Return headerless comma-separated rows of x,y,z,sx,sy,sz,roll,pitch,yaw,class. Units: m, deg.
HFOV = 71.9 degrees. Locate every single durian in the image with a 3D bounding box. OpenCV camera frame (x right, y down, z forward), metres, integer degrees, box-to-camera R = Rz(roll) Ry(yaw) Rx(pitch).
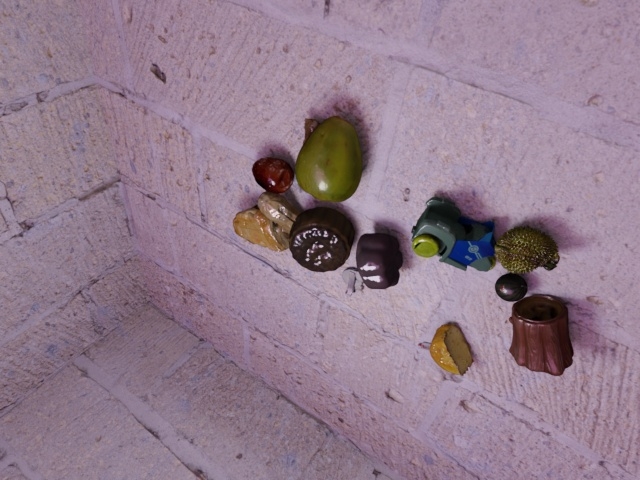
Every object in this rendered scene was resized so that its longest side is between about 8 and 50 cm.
0.686,0.026,1.473,0.198,0.146,0.159,-16,95,40,durian

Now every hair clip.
0.154,0.193,2.127,0.116,0.049,0.172,21,131,20,hair clip

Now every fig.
0.038,-0.307,1.677,0.258,0.258,0.326,21,115,26,fig

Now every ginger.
-0.025,-0.420,1.769,0.096,0.067,0.165,29,152,11,ginger

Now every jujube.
-0.221,-0.295,1.970,0.236,0.168,0.168,25,138,48,jujube

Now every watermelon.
0.699,0.170,1.597,0.105,0.105,0.133,52,157,-7,watermelon

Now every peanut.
-0.166,-0.121,2.040,0.130,0.130,0.290,-11,142,44,peanut

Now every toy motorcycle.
0.503,-0.015,1.578,0.327,0.191,0.199,26,135,2,toy motorcycle

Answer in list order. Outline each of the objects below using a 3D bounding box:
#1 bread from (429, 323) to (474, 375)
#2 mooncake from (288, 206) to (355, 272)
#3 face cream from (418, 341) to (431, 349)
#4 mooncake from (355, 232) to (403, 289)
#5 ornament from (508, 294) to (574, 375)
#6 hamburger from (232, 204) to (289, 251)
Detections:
0.560,0.480,1.943,0.140,0.143,0.228,-14,110,45,bread
0.000,0.000,1.946,0.291,0.161,0.290,6,128,7,mooncake
0.506,0.503,2.101,0.083,0.021,0.040,2,122,40,face cream
0.245,0.082,1.823,0.133,0.245,0.244,-1,121,32,mooncake
0.800,0.329,1.588,0.235,0.221,0.217,-113,6,-66,ornament
-0.277,-0.092,2.172,0.330,0.162,0.208,23,132,29,hamburger
